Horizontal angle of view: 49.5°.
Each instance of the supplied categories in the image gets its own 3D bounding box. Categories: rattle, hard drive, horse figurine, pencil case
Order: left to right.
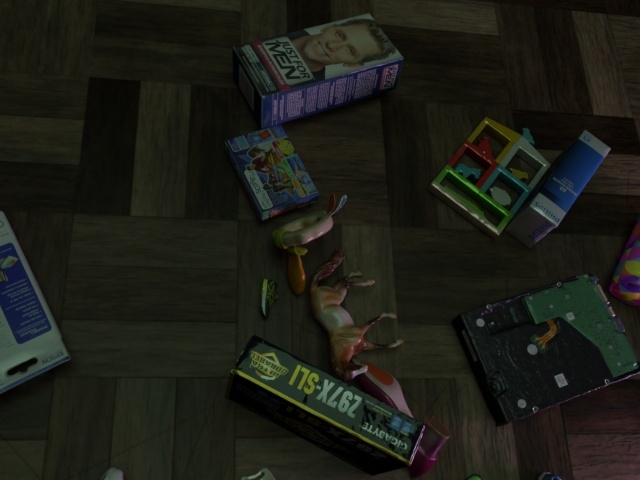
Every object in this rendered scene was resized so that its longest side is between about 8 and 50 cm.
[{"bbox_3d":[0.000,0.000,1.449,0.143,0.130,0.199,59,37,-3],"label":"rattle"},{"bbox_3d":[0.051,0.145,1.382,0.174,0.066,0.263,-19,67,-25],"label":"horse figurine"},{"bbox_3d":[0.471,0.219,1.442,0.338,0.064,0.237,-16,71,-16],"label":"hard drive"},{"bbox_3d":[0.729,0.038,1.550,0.104,0.104,0.236,30,64,3],"label":"pencil case"}]

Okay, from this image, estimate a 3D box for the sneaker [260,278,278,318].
[{"bbox_3d":[-0.102,0.116,1.393,0.035,0.031,0.083,5,66,-9],"label":"sneaker"}]

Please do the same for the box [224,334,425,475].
[{"bbox_3d":[-0.005,0.297,1.211,0.322,0.257,0.079,28,64,1],"label":"box"}]

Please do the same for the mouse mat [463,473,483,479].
[{"bbox_3d":[0.261,0.547,1.292,0.189,0.007,0.153,-24,74,-21],"label":"mouse mat"}]

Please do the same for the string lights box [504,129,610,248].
[{"bbox_3d":[0.533,-0.114,1.557,0.076,0.133,0.260,39,65,6],"label":"string lights box"}]

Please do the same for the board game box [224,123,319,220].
[{"bbox_3d":[-0.107,-0.149,1.492,0.136,0.035,0.201,-19,65,-18],"label":"board game box"}]

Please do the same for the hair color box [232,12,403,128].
[{"bbox_3d":[-0.008,-0.390,1.572,0.347,0.105,0.174,-20,60,-18],"label":"hair color box"}]

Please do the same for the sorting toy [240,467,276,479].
[{"bbox_3d":[-0.107,0.452,1.245,0.083,0.045,0.075,-18,64,-17],"label":"sorting toy"}]

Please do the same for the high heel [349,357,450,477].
[{"bbox_3d":[0.129,0.338,1.337,0.244,0.117,0.082,38,20,19],"label":"high heel"}]

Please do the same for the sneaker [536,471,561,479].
[{"bbox_3d":[0.466,0.506,1.320,0.052,0.058,0.135,-30,76,-21],"label":"sneaker"}]

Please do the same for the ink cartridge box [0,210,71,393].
[{"bbox_3d":[-0.598,0.121,1.279,0.165,0.065,0.333,-25,72,-20],"label":"ink cartridge box"}]

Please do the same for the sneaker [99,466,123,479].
[{"bbox_3d":[-0.326,0.500,1.165,0.115,0.090,0.232,0,76,-18],"label":"sneaker"}]

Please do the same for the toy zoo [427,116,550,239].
[{"bbox_3d":[0.405,-0.163,1.611,0.192,0.030,0.293,38,65,6],"label":"toy zoo"}]
